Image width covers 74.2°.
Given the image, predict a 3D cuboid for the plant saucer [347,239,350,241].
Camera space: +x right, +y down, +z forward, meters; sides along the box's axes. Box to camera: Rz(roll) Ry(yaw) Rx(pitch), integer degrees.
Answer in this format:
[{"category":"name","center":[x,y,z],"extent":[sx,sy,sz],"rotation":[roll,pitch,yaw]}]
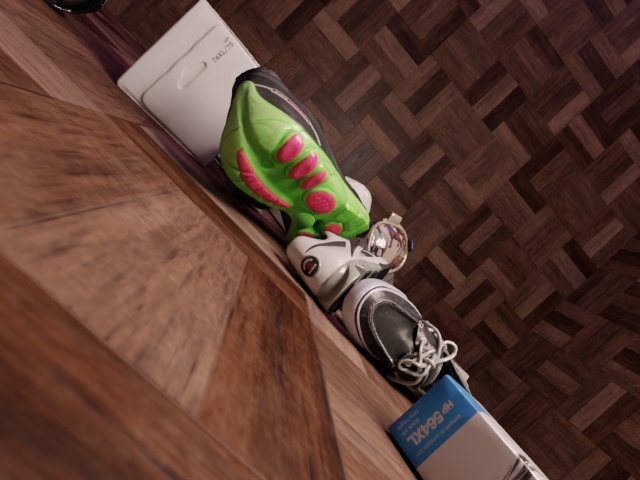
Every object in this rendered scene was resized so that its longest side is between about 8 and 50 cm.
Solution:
[{"category":"plant saucer","center":[0.051,-0.015,1.085],"extent":[0.083,0.015,0.083],"rotation":[47,3,-4]}]

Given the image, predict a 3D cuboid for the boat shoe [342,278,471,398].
[{"category":"boat shoe","center":[0.149,0.181,0.666],"extent":[0.306,0.113,0.104],"rotation":[56,-16,-27]}]

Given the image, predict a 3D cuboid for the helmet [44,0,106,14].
[{"category":"helmet","center":[-0.446,-0.498,0.729],"extent":[0.162,0.169,0.169],"rotation":[65,9,21]}]

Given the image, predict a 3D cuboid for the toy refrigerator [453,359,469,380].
[{"category":"toy refrigerator","center":[0.299,0.331,1.144],"extent":[0.102,0.094,0.269],"rotation":[40,1,4]}]

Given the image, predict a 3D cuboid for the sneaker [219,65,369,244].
[{"category":"sneaker","center":[-0.023,-0.122,0.777],"extent":[0.483,0.185,0.203],"rotation":[59,21,-65]}]

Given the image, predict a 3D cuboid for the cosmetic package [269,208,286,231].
[{"category":"cosmetic package","center":[0.000,0.000,1.183],"extent":[0.377,0.097,0.284],"rotation":[50,2,43]}]

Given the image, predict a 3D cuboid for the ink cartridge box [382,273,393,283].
[{"category":"ink cartridge box","center":[0.203,0.110,1.768],"extent":[0.211,0.121,0.289],"rotation":[57,-6,23]}]

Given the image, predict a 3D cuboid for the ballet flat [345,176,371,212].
[{"category":"ballet flat","center":[-0.065,-0.142,1.021],"extent":[0.399,0.139,0.139],"rotation":[25,3,-1]}]

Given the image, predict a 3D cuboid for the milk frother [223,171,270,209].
[{"category":"milk frother","center":[-0.163,-0.143,0.894],"extent":[0.143,0.129,0.135],"rotation":[3,-9,12]}]

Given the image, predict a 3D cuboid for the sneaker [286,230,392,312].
[{"category":"sneaker","center":[0.037,0.043,0.794],"extent":[0.146,0.122,0.330],"rotation":[43,5,18]}]

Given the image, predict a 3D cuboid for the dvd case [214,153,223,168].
[{"category":"dvd case","center":[-0.259,-0.216,1.102],"extent":[0.221,0.018,0.164],"rotation":[48,2,23]}]

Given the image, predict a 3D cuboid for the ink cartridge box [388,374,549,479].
[{"category":"ink cartridge box","center":[0.175,0.245,0.392],"extent":[0.148,0.086,0.203],"rotation":[45,4,-45]}]

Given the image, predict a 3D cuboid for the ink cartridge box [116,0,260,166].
[{"category":"ink cartridge box","center":[-0.236,-0.306,0.823],"extent":[0.197,0.198,0.270],"rotation":[46,3,-29]}]

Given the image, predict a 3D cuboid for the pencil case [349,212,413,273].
[{"category":"pencil case","center":[0.134,0.008,1.426],"extent":[0.159,0.184,0.410],"rotation":[34,-11,-20]}]
